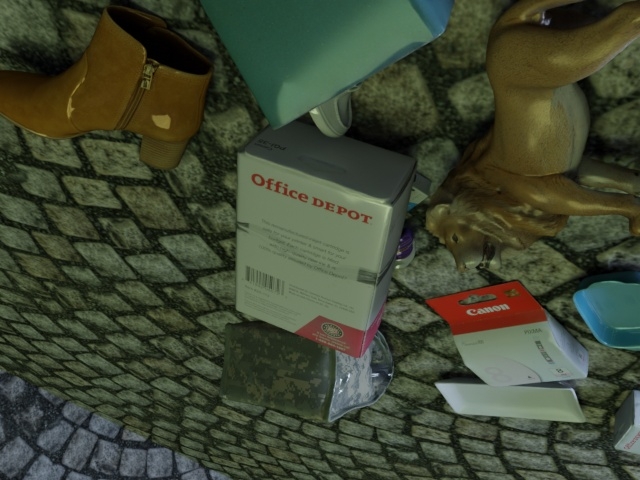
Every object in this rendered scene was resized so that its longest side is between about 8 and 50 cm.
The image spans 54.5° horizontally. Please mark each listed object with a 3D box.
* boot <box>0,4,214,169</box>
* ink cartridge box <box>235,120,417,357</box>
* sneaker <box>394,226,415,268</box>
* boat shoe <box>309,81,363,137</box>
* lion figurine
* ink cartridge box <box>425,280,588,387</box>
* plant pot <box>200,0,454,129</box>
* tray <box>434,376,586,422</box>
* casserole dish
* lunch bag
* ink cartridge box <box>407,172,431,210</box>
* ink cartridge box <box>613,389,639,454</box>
[{"bbox_3d":[-0.289,-0.215,0.794,0.294,0.104,0.211,20,141,-10],"label":"boot"},{"bbox_3d":[0.000,0.000,0.843,0.207,0.117,0.283,20,132,14],"label":"ink cartridge box"},{"bbox_3d":[0.061,-0.009,0.943,0.169,0.068,0.071,6,123,15],"label":"sneaker"},{"bbox_3d":[0.016,-0.194,0.697,0.063,0.066,0.184,4,134,23],"label":"boat shoe"},{"bbox_3d":[0.230,-0.123,0.644,0.240,0.142,0.393,15,133,25],"label":"lion figurine"},{"bbox_3d":[0.313,0.169,1.059,0.232,0.066,0.189,37,143,-30],"label":"ink cartridge box"},{"bbox_3d":[-0.019,-0.253,0.514,0.165,0.166,0.234,-24,114,29],"label":"plant pot"},{"bbox_3d":[0.380,0.314,1.248,0.270,0.030,0.145,-5,138,32],"label":"tray"},{"bbox_3d":[0.446,0.100,0.910,0.114,0.037,0.188,-13,134,39],"label":"casserole dish"},{"bbox_3d":[-0.012,0.230,1.191,0.235,0.169,0.287,5,177,27],"label":"lunch bag"},{"bbox_3d":[0.101,-0.079,0.837,0.083,0.028,0.048,30,144,-14],"label":"ink cartridge box"},{"bbox_3d":[0.637,0.342,1.119,0.174,0.072,0.128,10,145,14],"label":"ink cartridge box"}]
